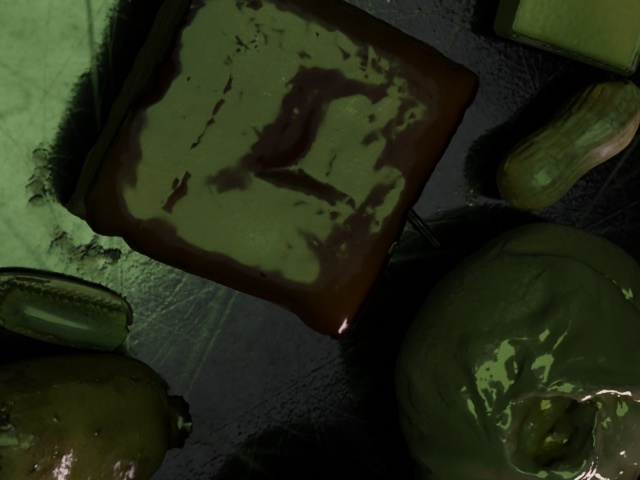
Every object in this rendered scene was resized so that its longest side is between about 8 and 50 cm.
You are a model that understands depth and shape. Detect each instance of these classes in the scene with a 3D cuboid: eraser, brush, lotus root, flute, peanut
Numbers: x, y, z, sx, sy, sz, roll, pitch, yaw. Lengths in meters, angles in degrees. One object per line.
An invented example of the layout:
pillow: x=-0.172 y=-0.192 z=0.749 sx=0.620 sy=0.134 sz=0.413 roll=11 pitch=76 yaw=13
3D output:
eraser: x=0.291 y=-0.264 z=1.788 sx=0.172 sy=0.058 sz=0.117 roll=14 pitch=95 yaw=-23
brush: x=-0.338 y=0.058 z=1.613 sx=0.313 sy=0.067 sz=0.072 roll=16 pitch=95 yaw=-21
lotus root: x=-0.254 y=0.193 z=1.615 sx=0.284 sy=0.146 sz=0.160 roll=-1 pitch=128 yaw=-37
flute: x=0.051 y=-0.086 z=1.757 sx=0.014 sy=0.014 sz=0.269 roll=-46 pitch=112 yaw=-7
peanut: x=0.288 y=-0.110 z=1.802 sx=0.207 sy=0.087 sz=0.087 roll=-40 pitch=111 yaw=-10

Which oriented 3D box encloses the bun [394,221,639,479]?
bun: x=0.261 y=0.164 z=1.775 sx=0.365 sy=0.219 sz=0.365 roll=-6 pitch=105 yaw=-22

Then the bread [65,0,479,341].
bread: x=-0.049 y=-0.101 z=1.637 sx=0.333 sy=0.143 sz=0.323 roll=24 pitch=93 yaw=-20
